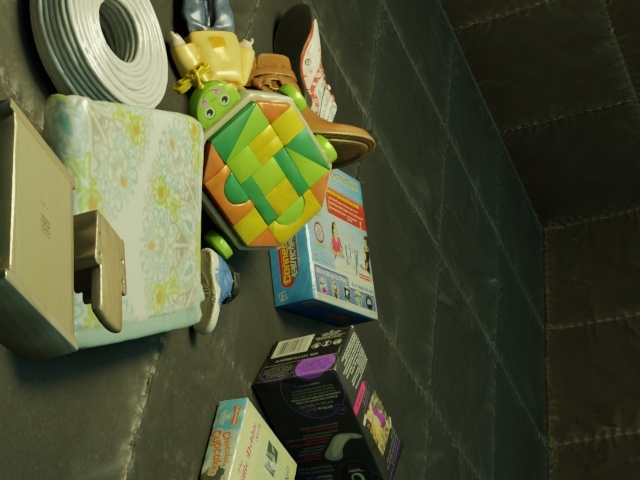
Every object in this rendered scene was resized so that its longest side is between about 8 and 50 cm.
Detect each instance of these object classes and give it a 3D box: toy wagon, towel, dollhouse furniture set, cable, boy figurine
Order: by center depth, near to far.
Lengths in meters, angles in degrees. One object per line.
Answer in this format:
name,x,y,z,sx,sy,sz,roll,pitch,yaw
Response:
dollhouse furniture set,-0.381,0.046,1.089,0.286,0.303,0.198,63,16,-54
towel,-0.268,-0.024,1.552,0.374,0.090,0.320,-5,95,-71
cable,-0.319,-0.296,1.651,0.257,0.089,0.257,60,28,-35
toy wagon,-0.122,-0.137,1.847,0.267,0.068,0.344,-44,129,-14
boy figurine,-0.186,-0.322,1.957,0.177,0.092,0.285,4,68,-39

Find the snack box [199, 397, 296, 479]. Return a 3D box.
snack box,-0.123,0.425,1.746,0.322,0.060,0.187,-78,147,-46

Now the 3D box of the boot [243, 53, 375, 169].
boot,-0.050,-0.237,2.055,0.109,0.284,0.220,94,-8,-53

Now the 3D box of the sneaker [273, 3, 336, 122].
sneaker,-0.028,-0.348,2.368,0.145,0.090,0.270,41,45,-56

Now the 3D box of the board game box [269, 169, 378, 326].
board game box,0.000,0.000,2.238,0.308,0.086,0.301,25,55,-62

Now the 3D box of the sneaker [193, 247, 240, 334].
sneaker,-0.165,0.093,1.834,0.084,0.058,0.152,37,37,-45

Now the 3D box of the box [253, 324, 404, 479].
box,0.019,0.310,2.005,0.143,0.165,0.270,-61,133,-59
